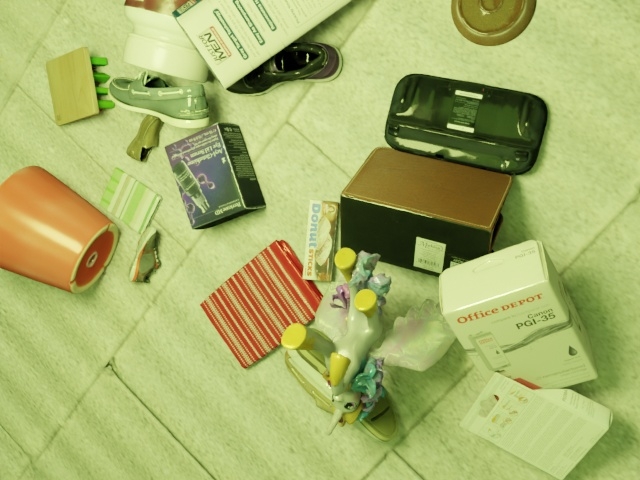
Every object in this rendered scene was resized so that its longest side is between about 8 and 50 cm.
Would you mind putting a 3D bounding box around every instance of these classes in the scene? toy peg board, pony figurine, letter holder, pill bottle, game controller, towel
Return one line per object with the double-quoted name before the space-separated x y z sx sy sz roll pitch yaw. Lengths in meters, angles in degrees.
"toy peg board" -0.588 -0.377 1.812 0.161 0.079 0.161 -7 93 38
"pony figurine" 0.079 0.181 1.445 0.303 0.363 0.351 21 62 25
"letter holder" 0.218 -0.060 1.498 0.302 0.214 0.152 15 133 19
"pill bottle" -0.298 -0.557 1.588 0.224 0.224 0.392 18 102 19
"game controller" 0.290 -0.240 1.489 0.319 0.067 0.166 15 85 18
"towel" -0.470 -0.099 1.818 0.152 0.023 0.113 33 104 17
"towel" -0.133 0.149 1.706 0.275 0.031 0.199 -39 81 21

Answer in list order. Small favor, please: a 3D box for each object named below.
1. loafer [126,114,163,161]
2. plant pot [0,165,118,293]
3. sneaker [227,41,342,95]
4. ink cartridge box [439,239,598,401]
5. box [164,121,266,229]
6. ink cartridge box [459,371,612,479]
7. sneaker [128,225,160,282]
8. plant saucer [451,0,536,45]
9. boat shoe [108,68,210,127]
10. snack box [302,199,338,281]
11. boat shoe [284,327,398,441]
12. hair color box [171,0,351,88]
"loafer" -0.410 -0.249 1.760 0.050 0.056 0.148 44 119 11
"plant pot" -0.647 -0.010 1.777 0.243 0.275 0.275 28 105 6
"sneaker" -0.105 -0.383 1.585 0.283 0.124 0.107 -7 93 22
"ink cartridge box" 0.374 0.161 1.390 0.207 0.117 0.283 -22 123 23
"box" -0.238 -0.145 1.673 0.153 0.108 0.207 -20 88 21
"ink cartridge box" 0.421 0.353 1.447 0.232 0.066 0.189 29 129 11
"sneaker" -0.420 0.036 1.798 0.065 0.061 0.158 17 115 -21
"plant saucer" 0.340 -0.473 1.454 0.168 0.029 0.168 2 96 22
"boat shoe" -0.370 -0.340 1.668 0.319 0.116 0.099 25 123 35
"snack box" 0.000 0.000 1.628 0.064 0.022 0.178 5 94 4
"boat shoe" 0.045 0.331 1.624 0.302 0.113 0.103 47 130 9
"hair color box" -0.109 -0.483 1.488 0.347 0.105 0.174 -35 119 -1
